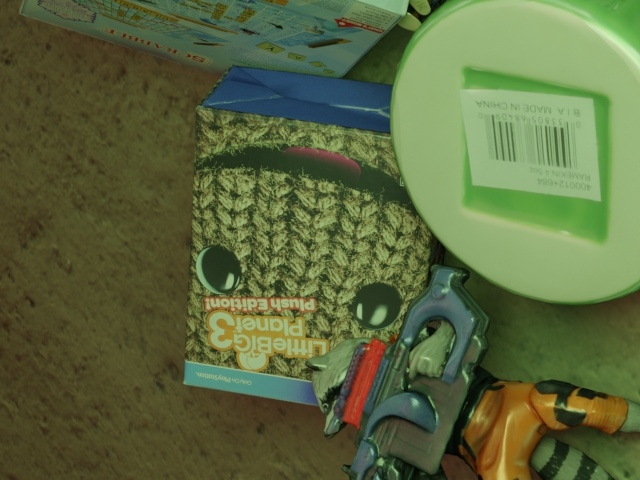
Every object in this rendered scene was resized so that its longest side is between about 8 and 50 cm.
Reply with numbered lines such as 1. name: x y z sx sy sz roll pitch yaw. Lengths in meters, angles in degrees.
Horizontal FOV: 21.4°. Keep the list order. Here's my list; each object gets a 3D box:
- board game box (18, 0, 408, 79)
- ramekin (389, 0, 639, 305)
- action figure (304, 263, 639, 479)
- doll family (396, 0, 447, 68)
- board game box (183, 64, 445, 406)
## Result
1. board game box: -0.107 -0.237 1.576 0.318 0.318 0.066 147 138 -72
2. ramekin: 0.202 -0.095 1.364 0.303 0.148 0.303 18 125 29
3. action figure: 0.123 0.207 1.519 0.330 0.178 0.341 30 99 15
4. doll family: 0.126 -0.226 1.521 0.076 0.111 0.193 42 130 -13
5. board game box: 0.000 0.000 1.636 0.232 0.141 0.291 8 114 9
